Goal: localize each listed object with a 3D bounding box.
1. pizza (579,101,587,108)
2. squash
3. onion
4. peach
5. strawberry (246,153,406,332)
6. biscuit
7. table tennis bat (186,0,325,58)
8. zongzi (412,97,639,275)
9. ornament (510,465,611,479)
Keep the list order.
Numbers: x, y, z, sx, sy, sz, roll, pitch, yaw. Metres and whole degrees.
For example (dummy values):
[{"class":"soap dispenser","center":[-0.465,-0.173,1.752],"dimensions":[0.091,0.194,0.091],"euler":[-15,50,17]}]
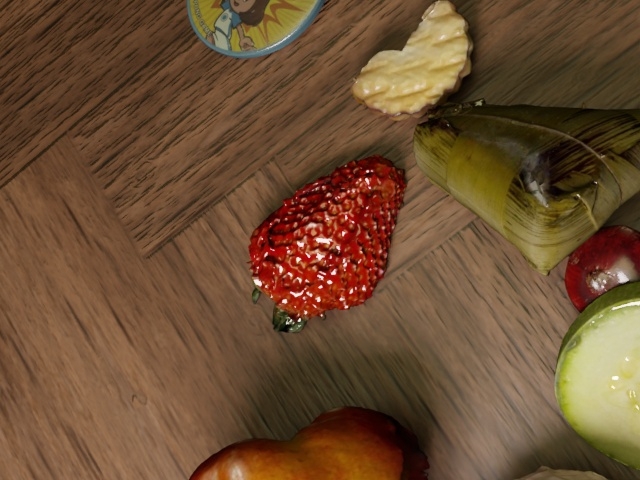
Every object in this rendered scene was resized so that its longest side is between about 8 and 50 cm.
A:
[{"class":"pizza","center":[0.355,-0.114,1.216],"dimensions":[0.100,0.029,0.099],"euler":[31,94,20]},{"class":"squash","center":[0.398,0.168,1.096],"dimensions":[0.251,0.049,0.252],"euler":[10,118,19]},{"class":"onion","center":[0.357,0.045,1.149],"dimensions":[0.131,0.131,0.131],"euler":[-2,82,18]},{"class":"peach","center":[-0.025,0.398,1.114],"dimensions":[0.309,0.335,0.406],"euler":[0,82,14]},{"class":"strawberry","center":[0.000,0.000,1.279],"dimensions":[0.188,0.106,0.286],"euler":[36,94,17]},{"class":"biscuit","center":[0.135,-0.226,1.287],"dimensions":[0.183,0.061,0.118],"euler":[-37,75,13]},{"class":"table tennis bat","center":[-0.059,-0.408,1.386],"dimensions":[0.329,0.044,0.215],"euler":[-42,72,11]},{"class":"zongzi","center":[0.297,-0.132,1.189],"dimensions":[0.300,0.145,0.274],"euler":[-36,47,-11]},{"class":"ornament","center":[0.270,0.386,1.070],"dimensions":[0.259,0.225,0.260],"euler":[8,69,-21]}]
